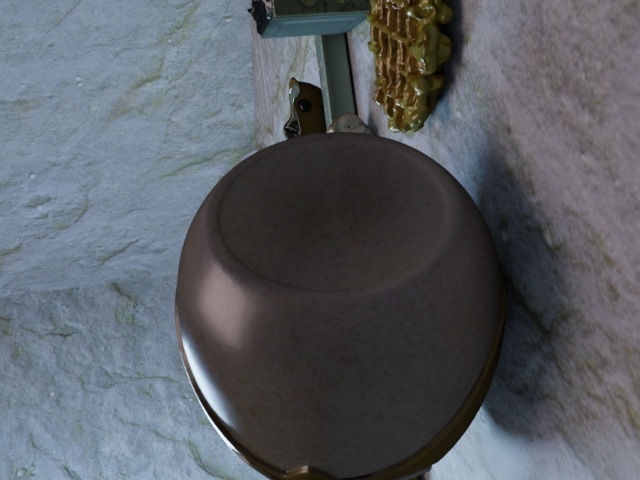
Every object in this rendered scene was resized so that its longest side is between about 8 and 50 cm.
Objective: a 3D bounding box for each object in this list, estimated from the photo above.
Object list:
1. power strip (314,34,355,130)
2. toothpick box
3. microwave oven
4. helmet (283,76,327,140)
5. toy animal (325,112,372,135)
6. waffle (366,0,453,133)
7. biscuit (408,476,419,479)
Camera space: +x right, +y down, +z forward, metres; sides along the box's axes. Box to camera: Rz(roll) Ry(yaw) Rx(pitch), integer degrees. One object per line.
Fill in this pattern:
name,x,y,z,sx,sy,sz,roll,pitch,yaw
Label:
power strip,0.036,-0.314,1.580,0.091,0.062,0.385,137,127,-81
toothpick box,0.026,0.118,0.936,0.409,0.409,0.425,-107,8,-45
microwave oven,-0.039,-0.581,1.372,0.286,0.218,0.355,-149,52,-76
helmet,-0.018,-0.268,1.723,0.198,0.130,0.224,140,133,-74
toy animal,0.056,-0.161,1.479,0.184,0.104,0.185,-118,17,-86
waffle,0.123,-0.319,1.066,0.302,0.068,0.325,109,150,-69
biscuit,0.101,0.464,1.506,0.335,0.078,0.329,-34,60,56
